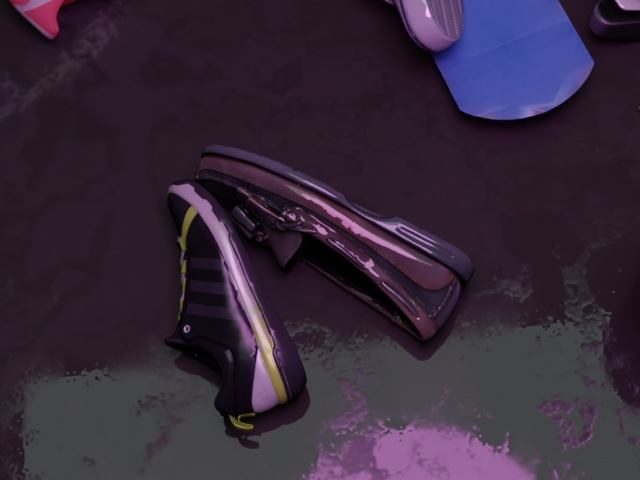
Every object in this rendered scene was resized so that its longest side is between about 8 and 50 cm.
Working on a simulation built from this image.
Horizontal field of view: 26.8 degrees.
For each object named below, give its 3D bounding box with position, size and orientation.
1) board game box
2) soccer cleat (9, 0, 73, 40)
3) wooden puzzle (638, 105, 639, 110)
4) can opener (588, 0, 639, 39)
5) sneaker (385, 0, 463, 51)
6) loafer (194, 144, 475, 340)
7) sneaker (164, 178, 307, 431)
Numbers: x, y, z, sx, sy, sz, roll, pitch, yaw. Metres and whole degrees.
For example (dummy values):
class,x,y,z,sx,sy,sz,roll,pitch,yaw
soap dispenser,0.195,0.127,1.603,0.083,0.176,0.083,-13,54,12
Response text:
class,x,y,z,sx,sy,sz,roll,pitch,yaw
board game box,0.176,-0.179,1.282,0.133,0.033,0.169,-22,62,-2
soccer cleat,-0.201,-0.296,1.333,0.248,0.083,0.095,-36,99,-17
wooden puzzle,0.365,-0.133,1.262,0.116,0.014,0.078,-33,70,-12
can opener,0.392,-0.244,1.277,0.280,0.093,0.074,-4,68,-8
sneaker,0.066,-0.273,1.298,0.091,0.094,0.258,-32,53,26
loafer,0.000,0.000,1.182,0.267,0.096,0.084,24,76,10
sneaker,-0.098,0.053,1.165,0.097,0.084,0.235,-26,68,-7
